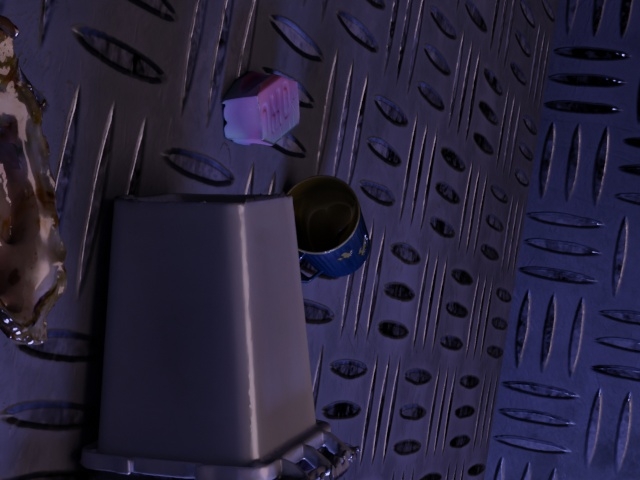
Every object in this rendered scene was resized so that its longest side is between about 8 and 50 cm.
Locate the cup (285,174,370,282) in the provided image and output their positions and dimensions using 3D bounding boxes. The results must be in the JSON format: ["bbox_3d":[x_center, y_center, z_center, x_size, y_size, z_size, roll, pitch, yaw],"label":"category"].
[{"bbox_3d":[0.000,0.000,1.993,0.176,0.131,0.155,-48,157,-5],"label":"cup"}]

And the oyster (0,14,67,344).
[{"bbox_3d":[-0.317,-0.060,1.169,0.361,0.096,0.221,75,26,-46],"label":"oyster"}]

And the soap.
[{"bbox_3d":[-0.084,-0.188,1.776,0.149,0.056,0.100,-46,137,-57],"label":"soap"}]

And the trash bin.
[{"bbox_3d":[-0.116,0.125,1.509,0.256,0.296,0.368,-12,102,-67],"label":"trash bin"}]
